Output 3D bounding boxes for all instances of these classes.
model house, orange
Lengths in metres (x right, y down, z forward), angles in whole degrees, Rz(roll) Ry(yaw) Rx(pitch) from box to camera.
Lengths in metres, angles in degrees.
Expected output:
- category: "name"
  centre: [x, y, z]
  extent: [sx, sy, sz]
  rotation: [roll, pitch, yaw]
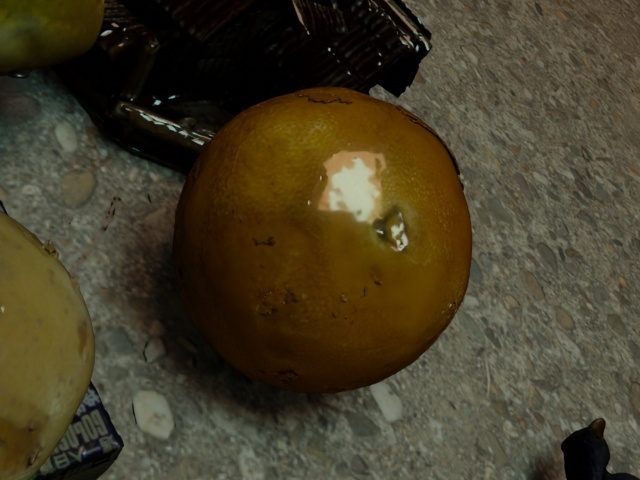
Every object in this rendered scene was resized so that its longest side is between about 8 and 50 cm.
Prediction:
- category: "model house"
  centre: [-0.045, -0.198, 0.749]
  extent: [0.317, 0.282, 0.297]
  rotation: [49, 37, 7]
- category: "orange"
  centre: [0.000, 0.000, 0.655]
  extent: [0.240, 0.240, 0.240]
  rotation: [25, 41, -24]

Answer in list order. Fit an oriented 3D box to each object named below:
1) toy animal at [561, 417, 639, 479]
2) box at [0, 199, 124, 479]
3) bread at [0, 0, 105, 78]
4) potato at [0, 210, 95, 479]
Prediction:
- category: "toy animal"
  centre: [0.326, 0.301, 0.761]
  extent: [0.185, 0.122, 0.298]
  rotation: [2, 60, -55]
- category: "box"
  centre: [-0.275, 0.033, 0.484]
  extent: [0.198, 0.084, 0.310]
  rotation: [-11, 63, -48]
- category: "bread"
  centre: [-0.344, -0.230, 0.541]
  extent: [0.328, 0.148, 0.337]
  rotation: [36, 30, 23]
- category: "potato"
  centre: [-0.216, 0.032, 0.367]
  extent: [0.233, 0.146, 0.150]
  rotation: [24, 11, -24]
